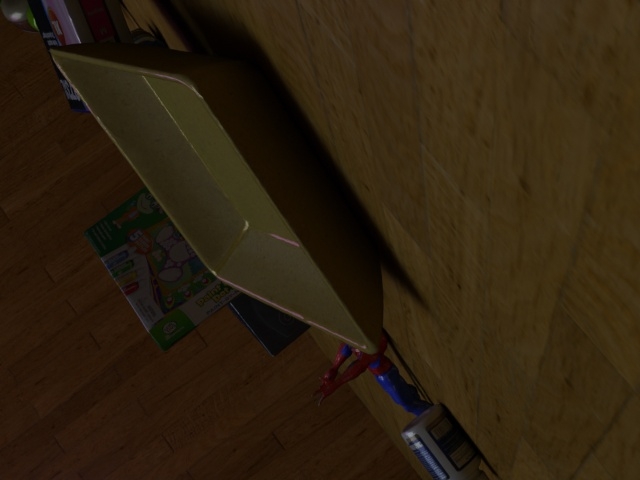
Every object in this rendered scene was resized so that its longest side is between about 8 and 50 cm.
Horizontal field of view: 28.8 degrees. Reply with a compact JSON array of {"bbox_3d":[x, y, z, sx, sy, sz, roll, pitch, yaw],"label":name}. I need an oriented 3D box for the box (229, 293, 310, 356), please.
[{"bbox_3d":[-0.087,0.044,1.833,0.165,0.143,0.270,52,174,-13],"label":"box"}]

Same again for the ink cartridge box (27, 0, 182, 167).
[{"bbox_3d":[-0.265,-0.244,1.368,0.175,0.069,0.371,16,131,64],"label":"ink cartridge box"}]

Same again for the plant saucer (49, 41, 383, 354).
[{"bbox_3d":[-0.086,-0.066,1.214,0.333,0.081,0.333,21,149,55],"label":"plant saucer"}]

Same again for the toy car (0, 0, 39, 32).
[{"bbox_3d":[-0.356,-0.334,1.813,0.155,0.149,0.188,33,174,43],"label":"toy car"}]

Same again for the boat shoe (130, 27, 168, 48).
[{"bbox_3d":[-0.245,-0.251,1.704,0.066,0.066,0.183,53,175,13],"label":"boat shoe"}]

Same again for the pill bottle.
[{"bbox_3d":[0.164,0.277,1.609,0.120,0.067,0.067,53,175,1],"label":"pill bottle"}]

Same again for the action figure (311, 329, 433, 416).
[{"bbox_3d":[0.063,0.205,1.691,0.280,0.139,0.091,59,171,-34],"label":"action figure"}]

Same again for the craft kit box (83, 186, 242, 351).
[{"bbox_3d":[-0.169,-0.006,1.678,0.250,0.246,0.061,47,169,45],"label":"craft kit box"}]
